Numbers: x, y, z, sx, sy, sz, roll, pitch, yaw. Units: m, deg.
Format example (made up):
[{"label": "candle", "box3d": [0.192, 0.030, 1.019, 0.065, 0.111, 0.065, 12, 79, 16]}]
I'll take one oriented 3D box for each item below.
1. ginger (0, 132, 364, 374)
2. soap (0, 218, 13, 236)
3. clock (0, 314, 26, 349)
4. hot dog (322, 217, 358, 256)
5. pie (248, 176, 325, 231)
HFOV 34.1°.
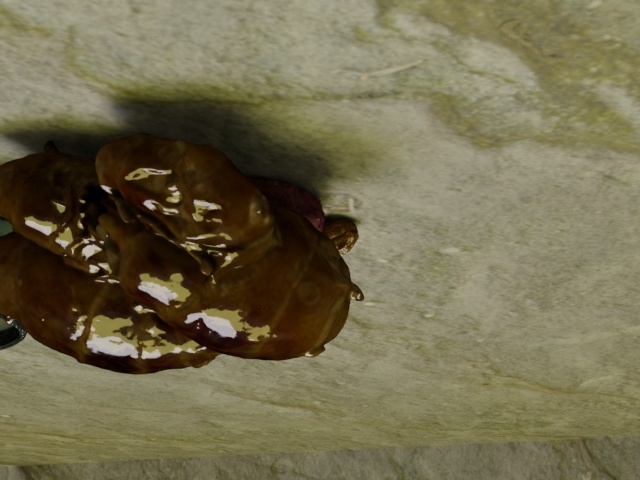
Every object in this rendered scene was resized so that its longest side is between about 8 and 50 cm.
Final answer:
[{"label": "ginger", "box3d": [-0.161, 0.023, 0.949, 0.358, 0.152, 0.274, -7, 149, 28]}, {"label": "soap", "box3d": [-0.330, 0.033, 1.176, 0.115, 0.063, 0.198, -16, 156, 33]}, {"label": "clock", "box3d": [-0.526, 0.078, 1.302, 0.325, 0.067, 0.325, 0, 161, 0]}, {"label": "hot dog", "box3d": [0.000, 0.000, 1.131, 0.083, 0.035, 0.058, -11, 162, 29]}, {"label": "pie", "box3d": [-0.069, -0.025, 1.057, 0.155, 0.036, 0.154, 0, 161, 0]}]
